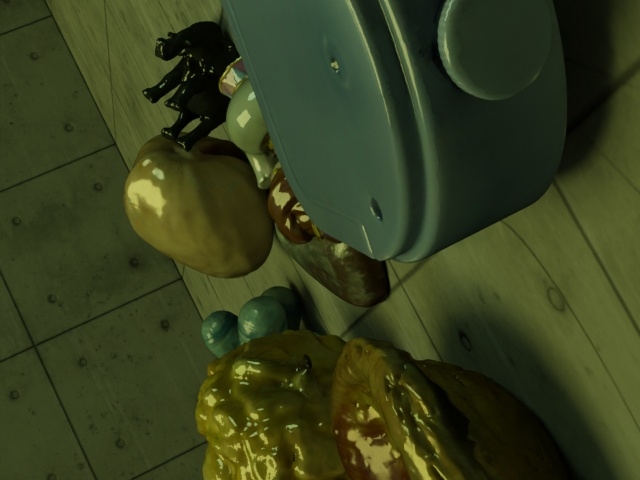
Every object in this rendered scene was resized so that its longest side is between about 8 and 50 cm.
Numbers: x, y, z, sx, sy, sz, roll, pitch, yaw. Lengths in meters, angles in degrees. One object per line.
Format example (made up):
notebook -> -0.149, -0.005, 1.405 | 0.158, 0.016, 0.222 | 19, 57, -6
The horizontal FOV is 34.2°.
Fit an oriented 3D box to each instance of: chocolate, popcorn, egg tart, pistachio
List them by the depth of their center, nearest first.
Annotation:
egg tart -> 0.168, 0.289, 1.161 | 0.443, 0.178, 0.443 | 57, 165, 24
chocolate -> -0.002, -0.001, 1.463 | 0.254, 0.080, 0.157 | 48, 157, 49
popcorn -> -0.032, 0.313, 1.554 | 0.349, 0.349, 0.381 | 47, 127, 49
pistachio -> -0.204, -0.061, 1.778 | 0.230, 0.230, 0.309 | 52, 178, 40

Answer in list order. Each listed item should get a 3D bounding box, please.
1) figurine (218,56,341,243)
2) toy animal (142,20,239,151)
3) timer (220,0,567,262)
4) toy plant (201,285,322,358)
figurine -> -0.018, -0.106, 1.244 | 0.263, 0.142, 0.189 | 59, 141, 19
toy animal -> -0.203, -0.251, 1.624 | 0.114, 0.146, 0.245 | 41, 162, 14
timer -> 0.057, -0.168, 0.808 | 0.395, 0.173, 0.395 | 58, 163, 29
toy plant -> -0.104, 0.221, 1.915 | 0.247, 0.247, 0.332 | 55, 160, 34
